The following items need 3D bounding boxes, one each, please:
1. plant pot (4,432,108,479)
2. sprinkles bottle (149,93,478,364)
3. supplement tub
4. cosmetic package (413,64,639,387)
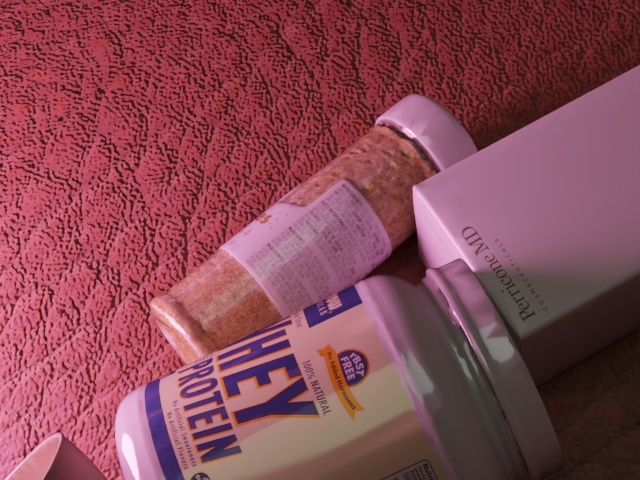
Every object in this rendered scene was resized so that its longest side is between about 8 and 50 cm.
[{"bbox_3d":[-0.229,0.330,1.005,0.191,0.284,0.284,39,67,-10],"label":"plant pot"},{"bbox_3d":[0.000,0.000,1.230,0.355,0.121,0.121,-39,61,-15],"label":"sprinkles bottle"},{"bbox_3d":[0.016,0.173,1.040,0.324,0.235,0.235,-26,58,0],"label":"supplement tub"},{"bbox_3d":[0.292,-0.031,1.185,0.365,0.155,0.197,-29,62,-10],"label":"cosmetic package"}]
